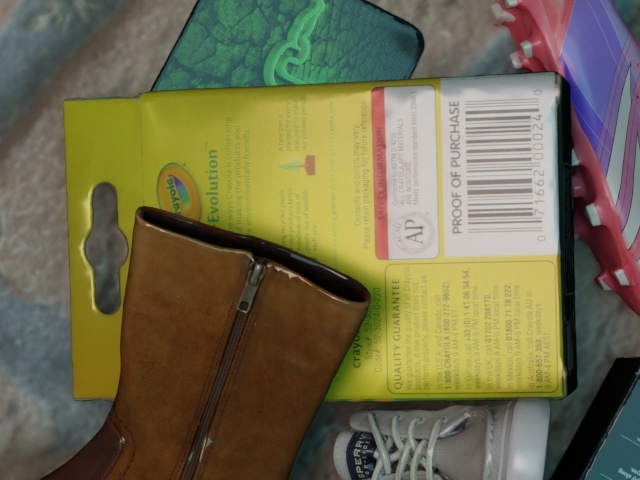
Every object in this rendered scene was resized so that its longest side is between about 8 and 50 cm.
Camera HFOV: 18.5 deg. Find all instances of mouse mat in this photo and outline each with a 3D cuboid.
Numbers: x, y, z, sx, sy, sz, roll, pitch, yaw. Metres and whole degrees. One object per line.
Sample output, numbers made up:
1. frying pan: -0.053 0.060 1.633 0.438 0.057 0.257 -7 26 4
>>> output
1. mouse mat: -0.035 -0.090 1.318 0.152 0.007 0.189 27 87 -1

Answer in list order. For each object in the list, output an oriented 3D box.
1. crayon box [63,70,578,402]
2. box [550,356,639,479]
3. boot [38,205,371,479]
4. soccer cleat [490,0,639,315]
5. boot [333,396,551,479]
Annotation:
1. crayon box: 0.000 0.000 1.249 0.318 0.081 0.202 -1 90 12
2. box: 0.269 0.216 1.264 0.261 0.103 0.184 30 84 -1
3. boot: -0.131 0.111 1.188 0.264 0.096 0.280 17 119 2
4. soccer cleat: 0.194 -0.074 1.292 0.095 0.083 0.248 -20 85 -8
5. boot: 0.068 0.142 1.184 0.123 0.258 0.095 9 75 2
